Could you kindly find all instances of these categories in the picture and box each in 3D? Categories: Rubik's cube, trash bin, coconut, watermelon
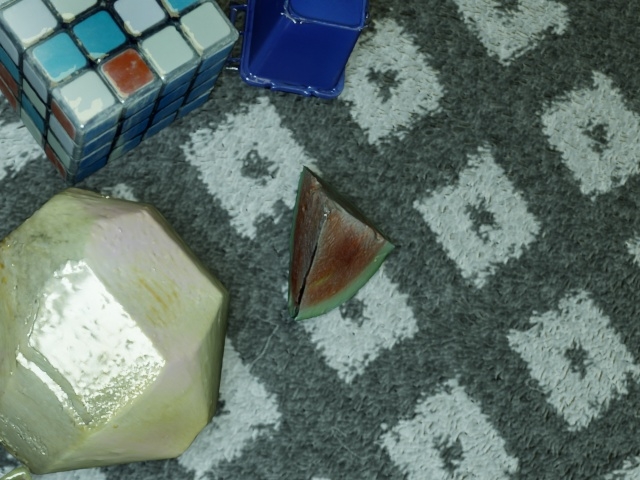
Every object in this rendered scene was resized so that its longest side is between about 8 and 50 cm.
[{"bbox_3d":[-0.297,-0.266,1.610,0.256,0.259,0.253,-35,89,-19],"label":"Rubik's cube"},{"bbox_3d":[-0.027,-0.312,1.699,0.184,0.234,0.163,8,75,-13],"label":"trash bin"},{"bbox_3d":[-0.273,0.126,1.493,0.352,0.352,0.353,3,76,-13],"label":"coconut"},{"bbox_3d":[-0.012,0.002,1.677,0.136,0.202,0.207,17,65,32],"label":"watermelon"}]

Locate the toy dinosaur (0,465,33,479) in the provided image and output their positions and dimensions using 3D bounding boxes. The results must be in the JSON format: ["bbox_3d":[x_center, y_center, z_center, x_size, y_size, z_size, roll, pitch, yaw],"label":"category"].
[{"bbox_3d":[-0.450,0.338,1.485,0.199,0.072,0.251,-32,124,-20],"label":"toy dinosaur"}]
